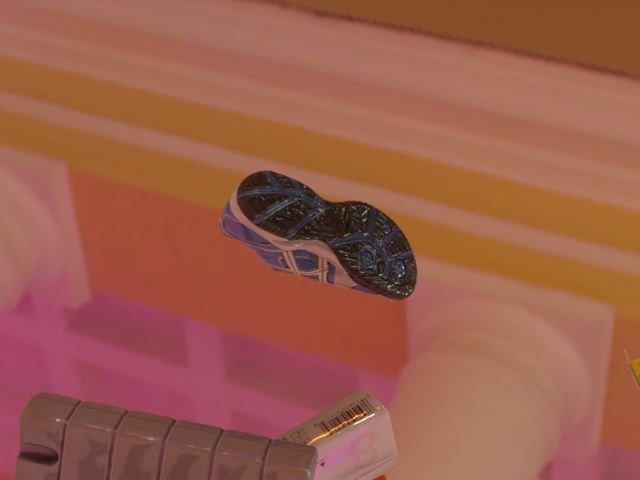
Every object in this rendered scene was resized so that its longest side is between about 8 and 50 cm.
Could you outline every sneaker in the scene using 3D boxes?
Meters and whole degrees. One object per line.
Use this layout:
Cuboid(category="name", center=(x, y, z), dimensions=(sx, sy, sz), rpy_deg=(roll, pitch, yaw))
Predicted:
Cuboid(category="sneaker", center=(0.000, 0.000, 1.308), dimensions=(0.211, 0.080, 0.081), rpy_deg=(28, -31, -20))

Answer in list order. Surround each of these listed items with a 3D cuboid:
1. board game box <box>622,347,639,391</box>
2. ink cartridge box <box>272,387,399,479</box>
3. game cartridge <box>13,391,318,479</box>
Cuboid(category="board game box", center=(0.434, 0.252, 1.639), dimensions=(0.039, 0.259, 0.124), rpy_deg=(-27, -29, 6))
Cuboid(category="ink cartridge box", center=(0.007, 0.304, 1.603), dimensions=(0.066, 0.189, 0.232), rpy_deg=(43, -25, 49))
Cuboid(category="game cartridge", center=(-0.133, 0.304, 1.053), dimensions=(0.230, 0.068, 0.355), rpy_deg=(10, -74, 0))
